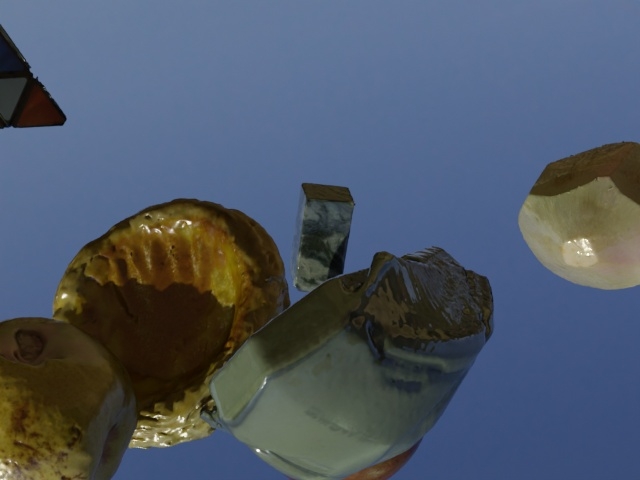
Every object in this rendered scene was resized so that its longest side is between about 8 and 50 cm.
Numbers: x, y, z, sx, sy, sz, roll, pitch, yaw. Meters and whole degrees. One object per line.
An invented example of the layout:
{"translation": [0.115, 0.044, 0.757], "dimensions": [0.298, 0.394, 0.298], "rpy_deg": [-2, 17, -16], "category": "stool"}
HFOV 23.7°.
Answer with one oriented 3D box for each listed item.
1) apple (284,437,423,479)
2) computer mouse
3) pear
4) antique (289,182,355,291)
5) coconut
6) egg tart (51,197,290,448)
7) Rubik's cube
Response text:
{"translation": [0.036, 0.266, 2.521], "dimensions": [0.301, 0.302, 0.301], "rpy_deg": [-14, -156, 6], "category": "apple"}
{"translation": [0.049, 0.120, 1.380], "dimensions": [0.228, 0.145, 0.429], "rpy_deg": [-44, 168, 17], "category": "computer mouse"}
{"translation": [-0.360, 0.213, 1.870], "dimensions": [0.271, 0.271, 0.271], "rpy_deg": [-14, -156, 6], "category": "pear"}
{"translation": [0.000, 0.000, 2.683], "dimensions": [0.088, 0.183, 0.086], "rpy_deg": [6, -160, -9], "category": "antique"}
{"translation": [0.404, -0.028, 2.192], "dimensions": [0.236, 0.197, 0.237], "rpy_deg": [-17, -157, 8], "category": "coconut"}
{"translation": [-0.209, 0.128, 2.181], "dimensions": [0.387, 0.169, 0.388], "rpy_deg": [-8, -115, 17], "category": "egg tart"}
{"translation": [-0.556, -0.302, 2.389], "dimensions": [0.284, 0.234, 0.250], "rpy_deg": [-5, -166, -15], "category": "Rubik's cube"}
